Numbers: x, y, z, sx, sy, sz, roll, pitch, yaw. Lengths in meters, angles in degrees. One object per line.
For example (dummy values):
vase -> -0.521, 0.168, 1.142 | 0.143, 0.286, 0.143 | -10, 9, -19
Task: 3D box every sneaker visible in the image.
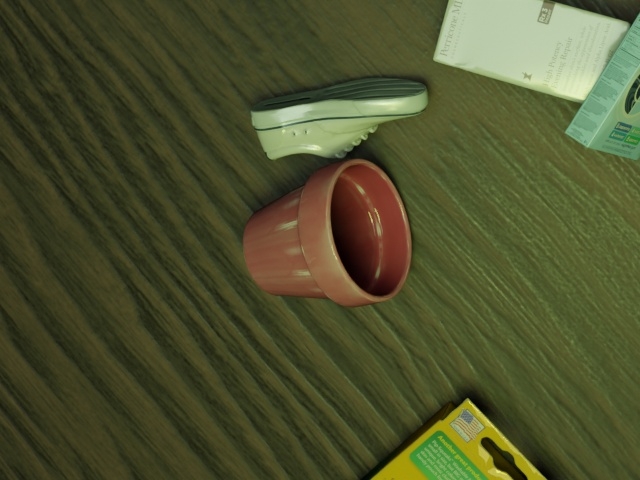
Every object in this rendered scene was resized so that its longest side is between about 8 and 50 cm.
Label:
sneaker -> 0.031, -0.166, 1.434 | 0.258, 0.094, 0.091 | -5, 118, 23

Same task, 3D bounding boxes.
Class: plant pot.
plant pot -> 0.000, 0.000, 1.425 | 0.180, 0.201, 0.201 | -12, 98, 36

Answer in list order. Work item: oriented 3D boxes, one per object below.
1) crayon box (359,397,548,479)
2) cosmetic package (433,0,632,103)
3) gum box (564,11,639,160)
crayon box -> 0.178, 0.387, 1.499 | 0.203, 0.083, 0.323 | 46, 111, 4
cosmetic package -> 0.273, -0.258, 1.329 | 0.231, 0.085, 0.117 | 17, 106, 12
gum box -> 0.397, -0.193, 1.264 | 0.041, 0.157, 0.184 | 42, 113, 32
